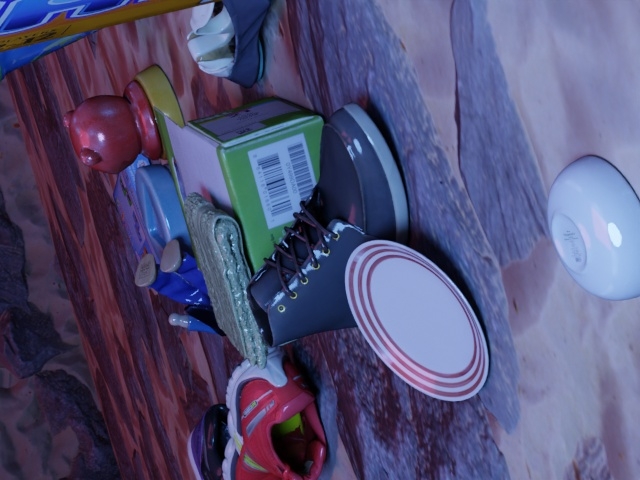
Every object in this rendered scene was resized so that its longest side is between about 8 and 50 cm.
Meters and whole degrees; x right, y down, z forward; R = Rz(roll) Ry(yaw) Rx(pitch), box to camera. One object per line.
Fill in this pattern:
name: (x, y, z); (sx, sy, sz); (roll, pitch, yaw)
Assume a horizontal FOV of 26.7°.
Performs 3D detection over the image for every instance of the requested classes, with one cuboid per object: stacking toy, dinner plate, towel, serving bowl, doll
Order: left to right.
stacking toy: (-0.199, -0.027, 1.643); (0.309, 0.130, 0.280); (-126, 24, -45)
doll: (-0.124, 0.069, 1.523); (0.189, 0.129, 0.046); (38, -144, -39)
towel: (-0.081, 0.034, 1.182); (0.110, 0.027, 0.148); (-145, 37, -65)
dinner plate: (0.074, 0.058, 1.018); (0.141, 0.017, 0.141); (34, 143, 30)
serving bowl: (0.149, -0.003, 0.747); (0.083, 0.027, 0.083); (57, 160, 35)

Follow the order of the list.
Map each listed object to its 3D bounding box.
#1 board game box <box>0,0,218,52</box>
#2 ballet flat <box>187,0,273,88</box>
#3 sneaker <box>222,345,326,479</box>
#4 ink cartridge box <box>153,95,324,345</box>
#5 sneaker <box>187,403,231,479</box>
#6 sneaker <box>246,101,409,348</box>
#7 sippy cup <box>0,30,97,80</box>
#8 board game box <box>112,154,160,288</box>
board game box: (-0.171, -0.318, 0.732); (0.356, 0.356, 0.356); (-18, 90, 66)
ballet flat: (-0.084, -0.191, 1.197); (0.203, 0.074, 0.074); (113, 134, -67)
sneaker: (-0.044, 0.245, 1.523); (0.118, 0.107, 0.279); (44, 153, 38)
ink cartridge box: (-0.064, -0.037, 1.266); (0.255, 0.097, 0.189); (-145, 38, -65)
sneaker: (-0.107, 0.360, 1.853); (0.283, 0.107, 0.124); (64, 156, 20)
sneaker: (0.000, 0.000, 1.062); (0.083, 0.118, 0.222); (-126, 23, -44)
sippy cup: (-0.342, -0.319, 1.595); (0.305, 0.224, 0.240); (-132, 26, -52)
board game box: (-0.256, -0.026, 1.983); (0.211, 0.039, 0.160); (136, 113, -71)
